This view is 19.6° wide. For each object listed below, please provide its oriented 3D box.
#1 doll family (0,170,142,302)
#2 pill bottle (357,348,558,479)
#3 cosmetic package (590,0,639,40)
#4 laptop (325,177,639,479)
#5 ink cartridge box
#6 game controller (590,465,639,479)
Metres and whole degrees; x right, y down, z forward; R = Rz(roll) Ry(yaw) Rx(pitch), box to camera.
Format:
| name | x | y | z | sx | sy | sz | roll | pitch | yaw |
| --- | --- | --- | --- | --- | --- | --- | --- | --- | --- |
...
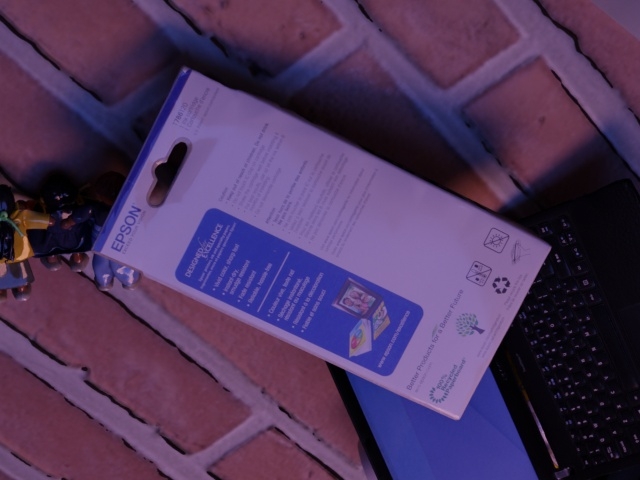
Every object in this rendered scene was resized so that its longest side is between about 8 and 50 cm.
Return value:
| name | x | y | z | sx | sy | sz | roll | pitch | yaw |
| --- | --- | --- | --- | --- | --- | --- | --- | --- | --- |
| doll family | -0.218 | -0.010 | 1.455 | 0.193 | 0.076 | 0.111 | -9 | 129 | -13 |
| pill bottle | 0.145 | 0.174 | 1.678 | 0.208 | 0.118 | 0.117 | -27 | 132 | 11 |
| cosmetic package | 0.292 | -0.295 | 1.254 | 0.160 | 0.113 | 0.309 | -19 | 144 | -46 |
| laptop | 0.168 | 0.111 | 1.532 | 0.264 | 0.136 | 0.234 | -22 | 94 | 31 |
| ink cartridge box | 0.000 | 0.000 | 1.453 | 0.332 | 0.065 | 0.165 | 26 | 97 | -16 |
| game controller | 0.359 | 0.170 | 1.660 | 0.166 | 0.067 | 0.319 | 28 | 91 | -3 |
